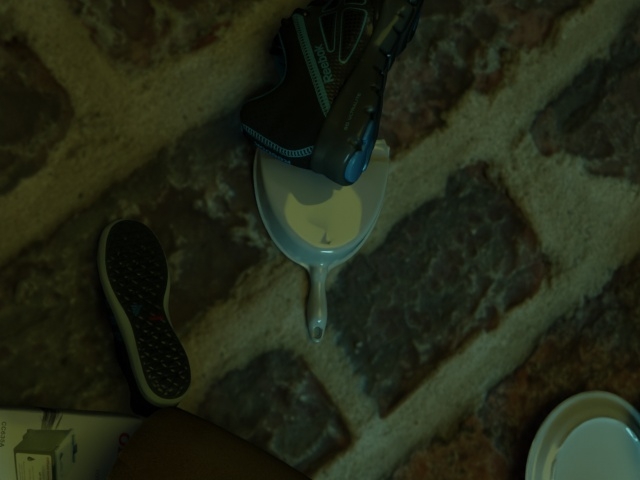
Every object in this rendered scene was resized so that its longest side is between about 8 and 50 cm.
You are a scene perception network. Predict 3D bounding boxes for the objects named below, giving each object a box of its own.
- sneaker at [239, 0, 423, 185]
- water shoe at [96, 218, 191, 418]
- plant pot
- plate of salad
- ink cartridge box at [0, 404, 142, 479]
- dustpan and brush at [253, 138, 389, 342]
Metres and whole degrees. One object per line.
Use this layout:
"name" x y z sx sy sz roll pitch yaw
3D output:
"sneaker" 0.026 -0.225 1.728 0.139 0.125 0.341 18 62 7
"water shoe" -0.187 0.078 1.640 0.073 0.080 0.203 -1 63 -30
"plant pot" -0.059 0.304 1.538 0.254 0.237 0.237 16 77 19
"plate of salad" 0.305 0.270 1.886 0.199 0.048 0.200 1 87 -31
"ink cartridge box" -0.275 0.229 1.580 0.190 0.082 0.140 6 85 -25
"dustpan and brush" 0.000 0.000 1.750 0.147 0.060 0.211 1 80 -15
